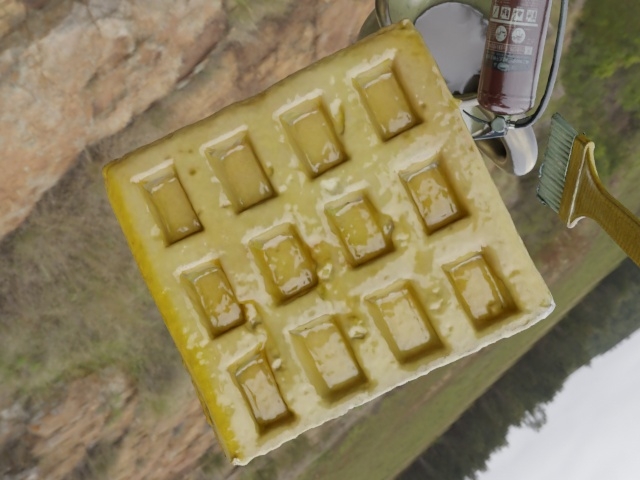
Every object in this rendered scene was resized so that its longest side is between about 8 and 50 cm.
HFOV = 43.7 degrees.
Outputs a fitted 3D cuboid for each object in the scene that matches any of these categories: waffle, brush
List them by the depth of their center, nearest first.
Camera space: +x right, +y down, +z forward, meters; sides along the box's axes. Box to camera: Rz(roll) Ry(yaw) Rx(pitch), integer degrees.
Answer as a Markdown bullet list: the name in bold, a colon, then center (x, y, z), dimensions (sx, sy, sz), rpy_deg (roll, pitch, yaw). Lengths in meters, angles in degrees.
- **waffle**: center (0.000, 0.000, 0.534), dimensions (0.247, 0.221, 0.055), rpy_deg (-26, 174, 2)
- **brush**: center (0.229, -0.019, 0.623), dimensions (0.010, 0.218, 0.083), rpy_deg (-6, 124, -15)

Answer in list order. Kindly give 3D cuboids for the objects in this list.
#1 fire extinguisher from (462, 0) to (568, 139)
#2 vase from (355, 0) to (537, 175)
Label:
- **fire extinguisher**: center (0.141, -0.146, 0.571), dimensions (0.043, 0.064, 0.158), rpy_deg (-35, 134, -61)
- **vase**: center (0.199, -0.229, 1.139), dimensions (0.241, 0.329, 0.302), rpy_deg (-39, -177, -2)
